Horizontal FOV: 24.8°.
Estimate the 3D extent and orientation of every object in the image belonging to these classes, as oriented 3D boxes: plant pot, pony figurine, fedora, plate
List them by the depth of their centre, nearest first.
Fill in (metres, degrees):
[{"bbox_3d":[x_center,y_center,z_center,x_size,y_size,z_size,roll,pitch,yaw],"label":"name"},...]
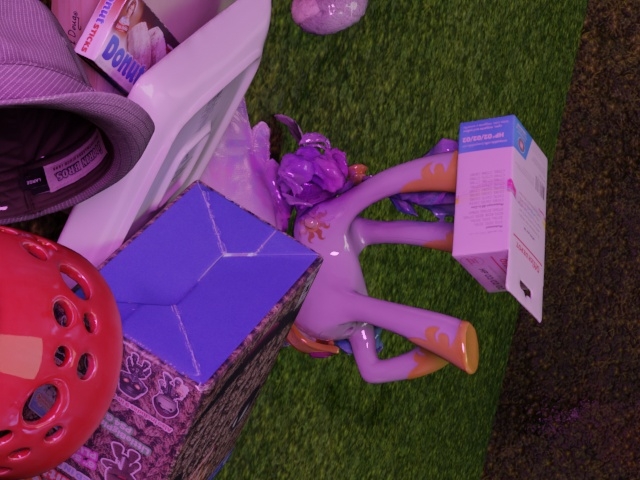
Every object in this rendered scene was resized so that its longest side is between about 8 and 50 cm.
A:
[{"bbox_3d":[-0.248,-0.101,1.028,0.275,0.243,0.124,35,39,-72],"label":"fedora"},{"bbox_3d":[-0.269,0.072,1.068,0.174,0.191,0.191,30,73,-58],"label":"plant pot"},{"bbox_3d":[-0.139,-0.074,1.298,0.278,0.045,0.277,-59,176,33],"label":"plate"},{"bbox_3d":[0.000,0.000,1.552,0.303,0.363,0.351,20,67,-61],"label":"pony figurine"}]

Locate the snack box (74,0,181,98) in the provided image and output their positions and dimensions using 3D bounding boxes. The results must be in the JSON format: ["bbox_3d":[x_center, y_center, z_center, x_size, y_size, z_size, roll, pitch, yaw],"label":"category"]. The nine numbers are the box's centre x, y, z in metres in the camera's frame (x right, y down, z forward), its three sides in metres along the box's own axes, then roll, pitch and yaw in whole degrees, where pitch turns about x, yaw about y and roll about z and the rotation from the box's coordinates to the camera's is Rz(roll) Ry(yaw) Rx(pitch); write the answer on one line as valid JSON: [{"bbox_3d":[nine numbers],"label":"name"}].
[{"bbox_3d":[-0.151,-0.154,1.180,0.064,0.022,0.178,-62,169,-3],"label":"snack box"}]

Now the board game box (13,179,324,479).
[{"bbox_3d":[-0.149,0.133,1.307,0.232,0.141,0.291,-48,166,-51],"label":"board game box"}]

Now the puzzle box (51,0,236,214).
[{"bbox_3d":[-0.138,-0.244,1.247,0.272,0.052,0.409,-54,163,-44],"label":"puzzle box"}]

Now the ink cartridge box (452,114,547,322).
[{"bbox_3d":[0.176,-0.017,1.428,0.104,0.061,0.181,41,49,-54],"label":"ink cartridge box"}]

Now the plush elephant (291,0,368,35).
[{"bbox_3d":[0.029,-0.402,1.375,0.255,0.272,0.330,21,67,-47],"label":"plush elephant"}]
